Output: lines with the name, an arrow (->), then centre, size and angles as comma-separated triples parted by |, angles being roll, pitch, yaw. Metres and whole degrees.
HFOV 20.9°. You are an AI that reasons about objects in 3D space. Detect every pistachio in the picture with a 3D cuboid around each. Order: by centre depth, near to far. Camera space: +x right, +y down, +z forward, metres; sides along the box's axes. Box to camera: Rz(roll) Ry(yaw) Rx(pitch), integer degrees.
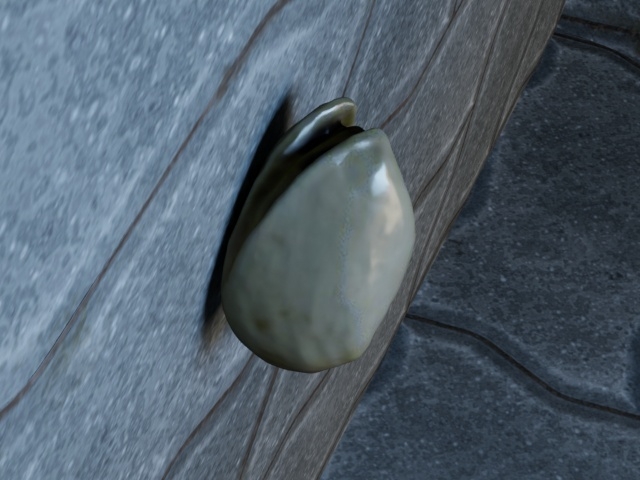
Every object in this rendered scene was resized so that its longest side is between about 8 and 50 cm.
pistachio -> 0.000, 0.000, 1.383 | 0.153, 0.138, 0.238 | -7, 126, -40
